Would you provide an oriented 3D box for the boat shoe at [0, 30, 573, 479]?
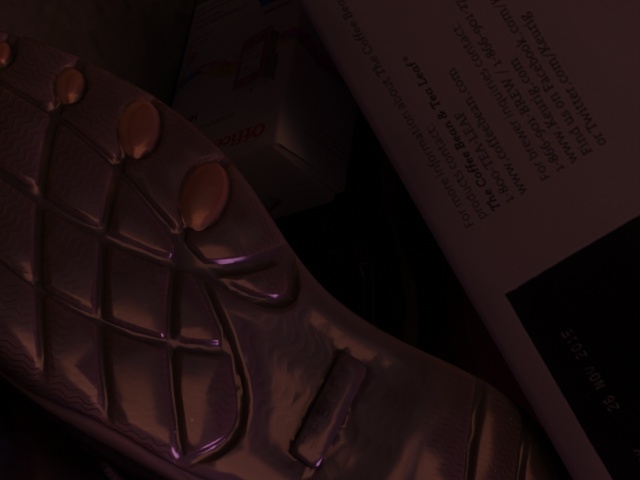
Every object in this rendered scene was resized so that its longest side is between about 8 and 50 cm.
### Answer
[{"bbox_3d":[-0.059,0.060,0.539,0.355,0.130,0.132,41,53,-8],"label":"boat shoe"}]

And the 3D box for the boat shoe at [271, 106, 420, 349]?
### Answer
[{"bbox_3d":[0.001,-0.001,0.677,0.073,0.080,0.223,26,51,-36],"label":"boat shoe"}]

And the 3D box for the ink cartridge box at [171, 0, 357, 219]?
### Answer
[{"bbox_3d":[-0.028,-0.073,0.654,0.052,0.088,0.122,34,52,-38],"label":"ink cartridge box"}]

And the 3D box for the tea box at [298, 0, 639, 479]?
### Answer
[{"bbox_3d":[0.195,-0.057,0.645,0.329,0.220,0.323,61,22,8],"label":"tea box"}]

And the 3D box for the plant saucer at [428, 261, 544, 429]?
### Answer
[{"bbox_3d":[0.169,0.114,0.777,0.332,0.084,0.332,41,32,-33],"label":"plant saucer"}]
